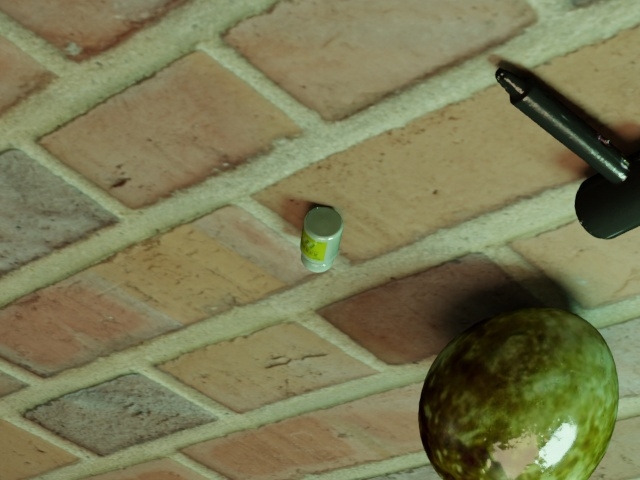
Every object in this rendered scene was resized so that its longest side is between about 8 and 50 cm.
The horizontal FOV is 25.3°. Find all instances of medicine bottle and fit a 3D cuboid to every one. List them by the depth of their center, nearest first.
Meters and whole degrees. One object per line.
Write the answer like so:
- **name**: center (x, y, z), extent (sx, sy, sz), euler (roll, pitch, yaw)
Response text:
- **medicine bottle**: center (0.000, 0.000, 1.689), extent (0.047, 0.047, 0.083), euler (11, 147, 0)

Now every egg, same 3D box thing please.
- **egg**: center (0.247, 0.203, 1.753), extent (0.238, 0.238, 0.289), euler (18, 139, -11)

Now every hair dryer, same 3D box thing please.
- **hair dryer**: center (0.258, -0.093, 1.459), extent (0.248, 0.070, 0.114), euler (32, 142, -23)
